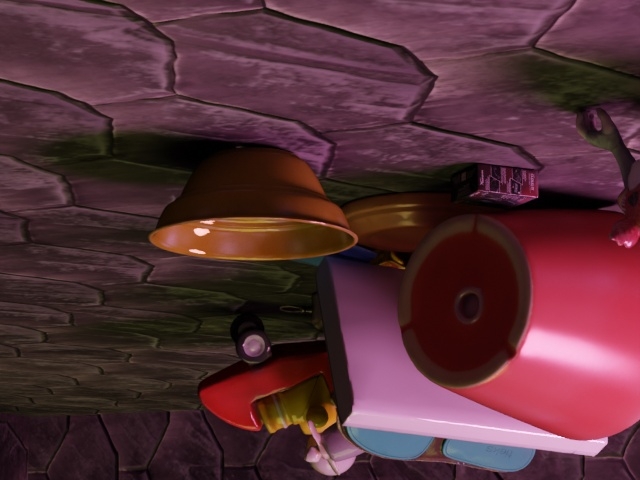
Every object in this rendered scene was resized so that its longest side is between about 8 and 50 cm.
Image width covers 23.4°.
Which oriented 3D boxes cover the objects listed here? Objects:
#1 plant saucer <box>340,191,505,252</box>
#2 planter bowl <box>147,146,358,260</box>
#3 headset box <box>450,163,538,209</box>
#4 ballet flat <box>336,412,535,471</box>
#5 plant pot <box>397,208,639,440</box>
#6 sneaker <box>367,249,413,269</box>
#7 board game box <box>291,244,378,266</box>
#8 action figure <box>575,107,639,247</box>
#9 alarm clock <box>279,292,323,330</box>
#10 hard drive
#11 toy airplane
[{"bbox_3d":[0.121,-0.018,1.851,0.200,0.037,0.200,0,169,0],"label":"plant saucer"},{"bbox_3d":[-0.070,-0.042,1.601,0.217,0.090,0.217,-1,169,0],"label":"planter bowl"},{"bbox_3d":[0.191,-0.057,1.671,0.083,0.032,0.062,7,166,-23],"label":"headset box"},{"bbox_3d":[0.155,0.258,2.232,0.348,0.123,0.123,15,162,-29],"label":"ballet flat"},{"bbox_3d":[0.237,0.083,1.751,0.275,0.275,0.243,-11,164,44],"label":"plant pot"},{"bbox_3d":[0.088,0.026,2.048,0.175,0.064,0.067,-10,145,22],"label":"sneaker"},{"bbox_3d":[0.000,0.000,1.949,0.133,0.033,0.169,12,167,-7],"label":"board game box"},{"bbox_3d":[0.389,-0.007,1.393,0.370,0.276,0.248,-9,-178,-36],"label":"action figure"},{"bbox_3d":[0.031,0.113,2.436,0.192,0.064,0.129,4,168,-5],"label":"alarm clock"},{"bbox_3d":[0.174,0.146,1.930,0.353,0.233,0.047,10,137,-23],"label":"hard drive"},{"bbox_3d":[0.039,0.258,2.593,0.384,0.272,0.386,4,-169,37],"label":"toy airplane"}]
